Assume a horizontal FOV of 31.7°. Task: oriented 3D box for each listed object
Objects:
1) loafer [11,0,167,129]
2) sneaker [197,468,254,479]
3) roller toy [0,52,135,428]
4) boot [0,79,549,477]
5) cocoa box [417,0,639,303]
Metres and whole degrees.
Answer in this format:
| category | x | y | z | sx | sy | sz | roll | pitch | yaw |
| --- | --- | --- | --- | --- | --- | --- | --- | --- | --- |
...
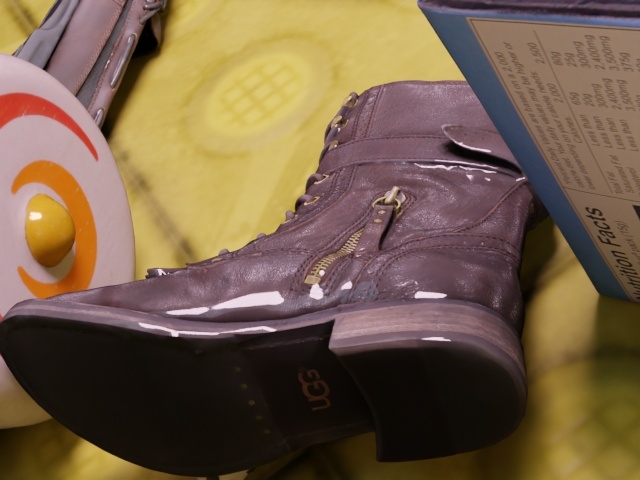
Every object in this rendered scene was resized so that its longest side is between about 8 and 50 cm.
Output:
| category | x | y | z | sx | sy | sz | roll | pitch | yaw |
| --- | --- | --- | --- | --- | --- | --- | --- | --- | --- |
| loafer | -0.156 | -0.137 | 0.793 | 0.096 | 0.084 | 0.268 | -30 | 28 | 50 |
| sneaker | -0.025 | 0.088 | 0.534 | 0.037 | 0.032 | 0.083 | 17 | 61 | 38 |
| roller toy | -0.190 | 0.003 | 0.588 | 0.146 | 0.209 | 0.191 | -8 | 82 | 23 |
| boot | 0.000 | 0.000 | 0.551 | 0.262 | 0.091 | 0.229 | 0 | 38 | 15 |
| cocoa box | 0.231 | -0.154 | 0.436 | 0.227 | 0.231 | 0.347 | 11 | 68 | 36 |
